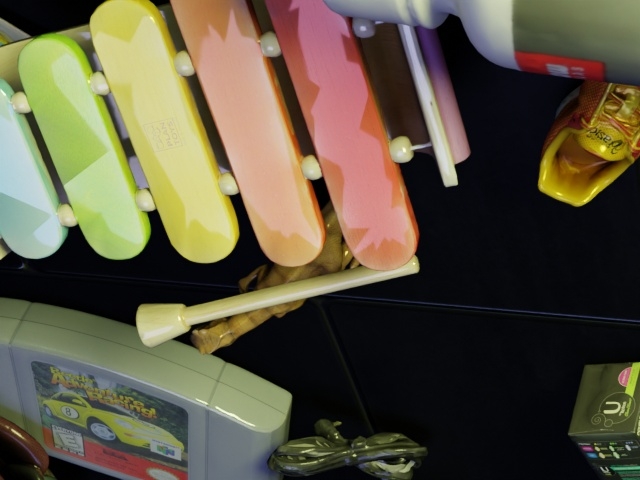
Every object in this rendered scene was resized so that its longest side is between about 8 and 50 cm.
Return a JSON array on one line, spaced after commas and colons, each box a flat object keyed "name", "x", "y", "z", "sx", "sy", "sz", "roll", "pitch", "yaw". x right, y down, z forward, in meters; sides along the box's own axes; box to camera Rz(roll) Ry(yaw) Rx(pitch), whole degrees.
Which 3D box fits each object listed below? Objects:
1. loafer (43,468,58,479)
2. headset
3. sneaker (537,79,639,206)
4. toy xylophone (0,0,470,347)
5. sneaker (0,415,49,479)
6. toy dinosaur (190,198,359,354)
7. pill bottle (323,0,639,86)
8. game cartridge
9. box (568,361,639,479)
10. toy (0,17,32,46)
[{"name": "loafer", "x": -0.307, "y": 0.286, "z": 1.414, "sx": 0.096, "sy": 0.084, "sz": 0.267, "roll": -17, "pitch": 151, "yaw": -21}, {"name": "headset", "x": 0.030, "y": 0.336, "z": 1.169, "sx": 0.185, "sy": 0.243, "sz": 0.394, "roll": 2, "pitch": 116, "yaw": -9}, {"name": "sneaker", "x": 0.167, "y": -0.078, "z": 0.700, "sx": 0.064, "sy": 0.067, "sz": 0.175, "roll": 23, "pitch": 143, "yaw": 1}, {"name": "toy xylophone", "x": -0.064, "y": -0.044, "z": 0.767, "sx": 0.323, "sy": 0.081, "sz": 0.236, "roll": -18, "pitch": 111, "yaw": 22}, {"name": "sneaker", "x": -0.310, "y": 0.254, "z": 1.221, "sx": 0.163, "sy": 0.106, "sz": 0.281, "roll": 7, "pitch": 127, "yaw": 23}, {"name": "toy dinosaur", "x": 0.000, "y": 0.000, "z": 0.874, "sx": 0.064, "sy": 0.112, "sz": 0.211, "roll": 39, "pitch": 103, "yaw": 11}, {"name": "pill bottle", "x": 0.147, "y": -0.141, "z": 0.547, "sx": 0.283, "sy": 0.161, "sz": 0.161, "roll": 10, "pitch": 142, "yaw": 16}, {"name": "game cartridge", "x": -0.172, "y": 0.142, "z": 1.169, "sx": 0.294, "sy": 0.060, "sz": 0.196, "roll": 16, "pitch": 140, "yaw": 8}, {"name": "box", "x": 0.219, "y": 0.134, "z": 0.948, "sx": 0.052, "sy": 0.062, "sz": 0.083, "roll": -8, "pitch": 134, "yaw": 36}, {"name": "toy", "x": -0.218, "y": -0.085, "z": 0.894, "sx": 0.237, "sy": 0.056, "sz": 0.137, "roll": 28, "pitch": 143, "yaw": -9}]
